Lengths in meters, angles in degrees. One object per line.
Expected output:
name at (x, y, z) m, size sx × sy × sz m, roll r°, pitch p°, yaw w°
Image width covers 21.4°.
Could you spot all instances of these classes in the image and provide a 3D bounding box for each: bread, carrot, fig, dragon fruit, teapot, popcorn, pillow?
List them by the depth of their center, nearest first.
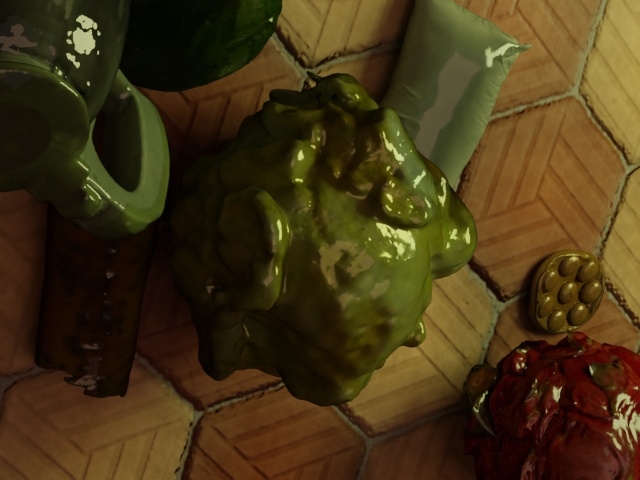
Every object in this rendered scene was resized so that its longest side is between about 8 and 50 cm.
teapot at (-0.264, -0.132, 1.403) m, size 0.239 × 0.239 × 0.322 m, roll -10°, pitch 142°, yaw -2°
fig at (-0.110, -0.224, 1.551) m, size 0.203 × 0.235 × 0.203 m, roll -9°, pitch 109°, yaw -28°
carrot at (-0.218, 0.012, 1.657) m, size 0.114 × 0.114 × 0.302 m, roll 1°, pitch 110°, yaw -29°
popcorn at (-0.018, 0.003, 1.666) m, size 0.312 × 0.312 × 0.312 m, roll -10°, pitch 113°, yaw -25°
pillow at (0.108, -0.131, 1.799) m, size 0.144 × 0.078 × 0.254 m, roll 24°, pitch 96°, yaw -21°
dragon fruit at (0.308, 0.249, 1.935) m, size 0.342 × 0.277 × 0.277 m, roll 35°, pitch 90°, yaw -24°
bread at (0.290, 0.061, 2.001) m, size 0.110 × 0.024 × 0.110 m, roll -9°, pitch 112°, yaw -24°
